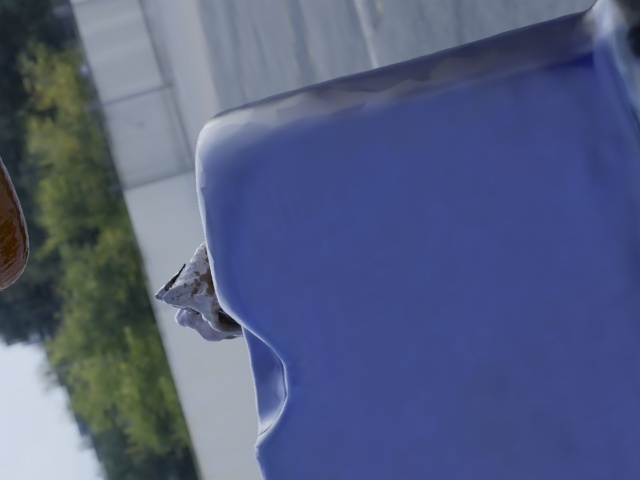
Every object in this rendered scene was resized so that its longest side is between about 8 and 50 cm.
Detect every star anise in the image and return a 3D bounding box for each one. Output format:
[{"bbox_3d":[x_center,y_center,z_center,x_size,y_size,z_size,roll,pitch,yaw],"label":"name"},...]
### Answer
[{"bbox_3d":[0.001,0.000,1.425,0.117,0.332,0.331,62,172,12],"label":"star anise"}]

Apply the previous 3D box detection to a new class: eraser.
[{"bbox_3d":[0.146,-0.002,0.383,0.101,0.332,0.155,-27,-78,-80],"label":"eraser"}]

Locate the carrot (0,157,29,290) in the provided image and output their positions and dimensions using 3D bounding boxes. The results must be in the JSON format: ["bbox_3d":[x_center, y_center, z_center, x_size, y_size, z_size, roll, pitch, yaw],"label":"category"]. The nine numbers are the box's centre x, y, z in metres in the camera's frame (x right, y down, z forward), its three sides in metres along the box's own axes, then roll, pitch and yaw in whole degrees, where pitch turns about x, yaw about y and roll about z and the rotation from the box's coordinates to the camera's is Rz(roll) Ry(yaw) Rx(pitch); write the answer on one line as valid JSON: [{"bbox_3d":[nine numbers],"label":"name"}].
[{"bbox_3d":[-0.229,-0.043,0.967,0.225,0.067,0.067,83,169,-50],"label":"carrot"}]
